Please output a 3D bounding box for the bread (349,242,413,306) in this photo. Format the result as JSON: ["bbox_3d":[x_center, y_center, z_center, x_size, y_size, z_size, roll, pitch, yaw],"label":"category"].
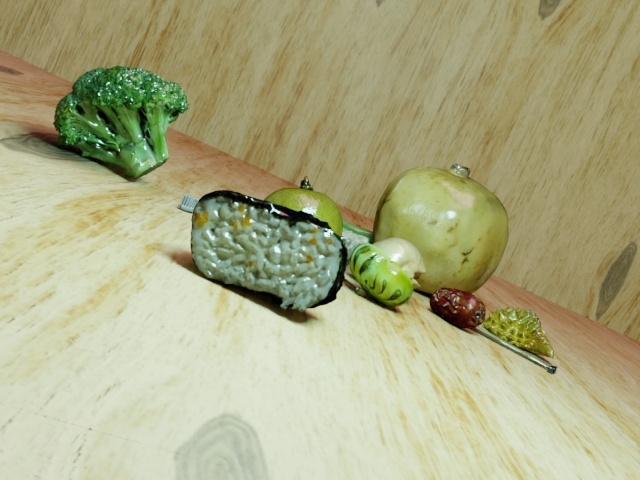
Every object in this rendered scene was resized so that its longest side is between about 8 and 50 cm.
[{"bbox_3d":[0.109,0.067,1.649,0.139,0.071,0.130,46,-4,6],"label":"bread"}]

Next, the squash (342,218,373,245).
[{"bbox_3d":[0.059,-0.017,2.196,0.219,0.077,0.068,27,40,-17],"label":"squash"}]

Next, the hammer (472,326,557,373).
[{"bbox_3d":[0.395,0.220,1.827,0.199,0.013,0.062,29,7,26],"label":"hammer"}]

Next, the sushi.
[{"bbox_3d":[-0.074,0.011,1.238,0.225,0.136,0.126,22,-3,14],"label":"sushi"}]

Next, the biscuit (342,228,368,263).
[{"bbox_3d":[0.000,0.000,1.839,0.179,0.084,0.281,22,3,14],"label":"biscuit"}]

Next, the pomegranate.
[{"bbox_3d":[0.290,-0.026,2.106,0.333,0.332,0.332,25,6,-3],"label":"pomegranate"}]

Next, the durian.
[{"bbox_3d":[0.451,0.195,1.946,0.140,0.078,0.224,20,7,-33],"label":"durian"}]

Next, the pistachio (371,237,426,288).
[{"bbox_3d":[0.142,0.048,1.810,0.145,0.117,0.200,20,5,1],"label":"pistachio"}]

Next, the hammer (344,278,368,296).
[{"bbox_3d":[0.056,0.083,1.686,0.029,0.014,0.123,34,-1,-25],"label":"hammer"}]

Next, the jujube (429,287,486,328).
[{"bbox_3d":[0.279,0.138,1.820,0.077,0.077,0.129,19,-2,-43],"label":"jujube"}]

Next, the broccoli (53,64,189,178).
[{"bbox_3d":[-0.390,-0.239,1.762,0.241,0.269,0.261,59,-14,4],"label":"broccoli"}]

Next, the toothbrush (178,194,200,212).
[{"bbox_3d":[-0.162,-0.045,1.811,0.024,0.029,0.354,34,10,34],"label":"toothbrush"}]

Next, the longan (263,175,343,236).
[{"bbox_3d":[-0.037,-0.037,1.616,0.145,0.176,0.155,-13,-25,29],"label":"longan"}]

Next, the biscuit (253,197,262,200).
[{"bbox_3d":[-0.048,-0.038,2.040,0.290,0.041,0.208,23,1,-16],"label":"biscuit"}]
